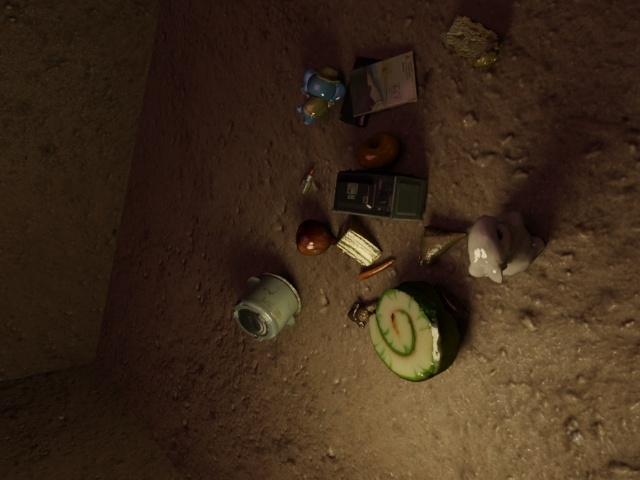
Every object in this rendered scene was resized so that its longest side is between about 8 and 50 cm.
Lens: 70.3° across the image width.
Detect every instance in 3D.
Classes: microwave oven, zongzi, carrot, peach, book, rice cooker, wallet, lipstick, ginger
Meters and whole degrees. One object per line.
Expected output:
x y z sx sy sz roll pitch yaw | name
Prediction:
0.225 -0.181 1.763 0.295 0.238 0.181 12 97 44 | microwave oven
0.452 0.032 1.680 0.176 0.079 0.160 14 105 36 | zongzi
0.237 0.119 1.889 0.190 0.037 0.037 -28 73 33 | carrot
0.228 -0.359 1.814 0.179 0.103 0.179 -21 37 17 | peach
0.250 -0.629 1.844 0.290 0.026 0.201 -7 86 33 | book
-0.245 0.302 2.138 0.264 0.317 0.316 -39 66 46 | rice cooker
0.171 -0.633 1.931 0.146 0.030 0.285 24 105 32 | wallet
-0.059 -0.282 2.130 0.030 0.030 0.129 40 115 32 | lipstick
0.462 0.241 1.677 0.103 0.073 0.162 -49 67 26 | ginger

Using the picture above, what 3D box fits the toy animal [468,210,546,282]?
0.547 0.027 1.415 0.194 0.357 0.257 30 112 33 | toy animal

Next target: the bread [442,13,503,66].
0.533 -0.692 1.593 0.128 0.088 0.232 -52 53 18 | bread

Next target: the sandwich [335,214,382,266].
0.171 0.001 1.955 0.187 0.144 0.117 36 119 -6 | sandwich

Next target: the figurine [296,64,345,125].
-0.015 -0.650 2.006 0.262 0.154 0.180 -46 58 19 | figurine

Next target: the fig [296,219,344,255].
-0.005 -0.005 2.033 0.175 0.207 0.174 -175 90 -77 | fig

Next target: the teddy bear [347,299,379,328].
0.179 0.311 1.911 0.161 0.078 0.119 -19 82 38 | teddy bear

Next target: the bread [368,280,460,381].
0.335 0.333 1.699 0.382 0.129 0.365 -3 99 55 | bread
